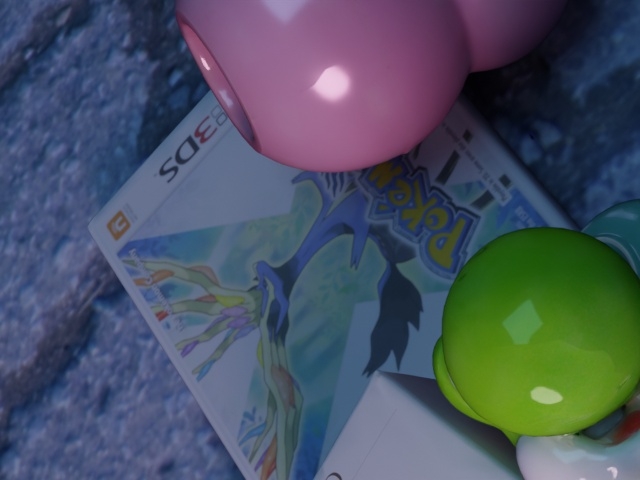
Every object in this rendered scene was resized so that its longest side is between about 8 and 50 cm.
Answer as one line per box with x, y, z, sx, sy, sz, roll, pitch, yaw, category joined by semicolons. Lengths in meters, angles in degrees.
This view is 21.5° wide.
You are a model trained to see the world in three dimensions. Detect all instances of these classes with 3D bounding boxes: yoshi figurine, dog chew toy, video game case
0.192;0.104;0.848;0.362;0.203;0.203;28;127;34;yoshi figurine
0.072;-0.189;1.120;0.332;0.206;0.206;-32;58;-7;dog chew toy
0.000;0.000;1.233;0.300;0.036;0.329;-46;58;15;video game case

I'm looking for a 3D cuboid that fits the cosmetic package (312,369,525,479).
0.148;0.255;0.995;0.365;0.155;0.197;34;101;34;cosmetic package

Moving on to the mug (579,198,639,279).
0.205;0.051;1.016;0.129;0.097;0.157;-41;50;47;mug
